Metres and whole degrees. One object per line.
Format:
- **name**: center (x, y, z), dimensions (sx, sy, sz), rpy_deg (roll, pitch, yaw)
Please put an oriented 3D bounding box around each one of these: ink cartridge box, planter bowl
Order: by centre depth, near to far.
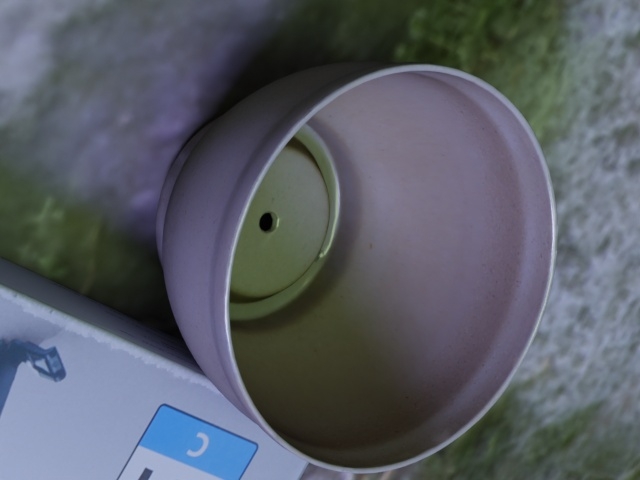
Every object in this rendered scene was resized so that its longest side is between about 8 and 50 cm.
- **ink cartridge box**: center (-0.174, 0.129, 0.780), dimensions (0.296, 0.066, 0.261), rpy_deg (28, 94, -41)
- **planter bowl**: center (0.000, 0.000, 0.803), dimensions (0.162, 0.109, 0.162), rpy_deg (-12, 110, -34)
